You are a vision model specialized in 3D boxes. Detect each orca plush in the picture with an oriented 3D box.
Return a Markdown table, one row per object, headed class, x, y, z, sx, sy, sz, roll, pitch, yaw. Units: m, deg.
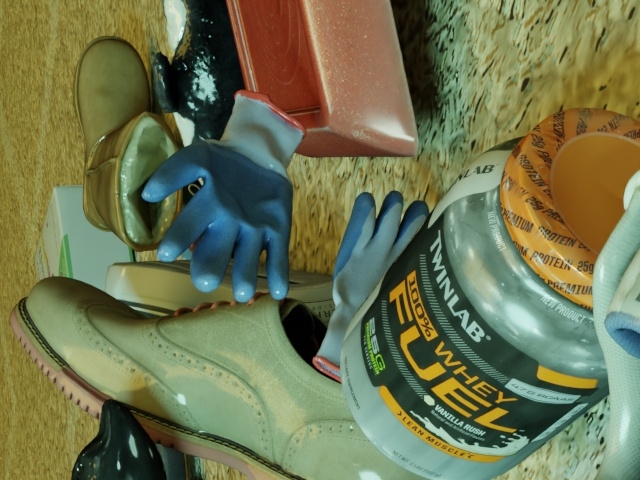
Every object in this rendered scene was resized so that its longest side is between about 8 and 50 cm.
| class | x | y | z | sx | sy | sz | roll | pitch | yaw |
| --- | --- | --- | --- | --- | --- | --- | --- | --- | --- |
| orca plush | -0.061 | -0.183 | 0.968 | 0.151 | 0.102 | 0.287 | 9 | -99 | -68 |

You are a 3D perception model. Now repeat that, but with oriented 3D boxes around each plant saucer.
| class | x | y | z | sx | sy | sz | roll | pitch | yaw |
| --- | --- | --- | --- | --- | --- | --- | --- | --- | --- |
| plant saucer | -0.023 | -0.177 | 0.782 | 0.259 | 0.047 | 0.258 | -165 | 61 | -75 |

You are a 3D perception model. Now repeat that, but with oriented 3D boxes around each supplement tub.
| class | x | y | z | sx | sy | sz | roll | pitch | yaw |
| --- | --- | --- | --- | --- | --- | --- | --- | --- | --- |
| supplement tub | 0.091 | 0.030 | 0.543 | 0.190 | 0.117 | 0.117 | 121 | 140 | -54 |

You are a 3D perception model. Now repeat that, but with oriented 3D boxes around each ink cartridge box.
| class | x | y | z | sx | sy | sz | roll | pitch | yaw |
| --- | --- | --- | --- | --- | --- | --- | --- | --- | --- |
| ink cartridge box | -0.312 | 0.042 | 1.548 | 0.212 | 0.093 | 0.154 | 125 | 137 | -58 |

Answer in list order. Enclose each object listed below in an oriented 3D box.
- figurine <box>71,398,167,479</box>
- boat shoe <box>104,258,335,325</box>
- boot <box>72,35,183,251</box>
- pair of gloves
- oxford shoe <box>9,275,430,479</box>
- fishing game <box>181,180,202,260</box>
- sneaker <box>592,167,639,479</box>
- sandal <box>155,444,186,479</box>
| class | x | y | z | sx | sy | sz | roll | pitch | yaw |
| --- | --- | --- | --- | --- | --- | --- | --- | --- | --- |
| figurine | -0.121 | 0.235 | 0.753 | 0.209 | 0.092 | 0.215 | 65 | 147 | 23 |
| boat shoe | -0.090 | 0.078 | 0.958 | 0.335 | 0.121 | 0.119 | 8 | 99 | 61 |
| boot | -0.198 | -0.111 | 1.231 | 0.269 | 0.089 | 0.236 | -173 | 79 | -73 |
| pair of gloves | 0.000 | 0.000 | 0.658 | 0.023 | 0.198 | 0.159 | -49 | 13 | 43 |
| oxford shoe | -0.059 | 0.082 | 0.790 | 0.348 | 0.123 | 0.130 | 24 | 99 | 23 |
| fishing game | -0.122 | -0.026 | 1.152 | 0.189 | 0.041 | 0.264 | 166 | 100 | -70 |
| sneaker | 0.154 | -0.010 | 0.350 | 0.111 | 0.129 | 0.297 | 19 | 100 | 61 |
| sandal | -0.150 | 0.336 | 1.222 | 0.097 | 0.054 | 0.254 | -28 | 57 | 57 |
